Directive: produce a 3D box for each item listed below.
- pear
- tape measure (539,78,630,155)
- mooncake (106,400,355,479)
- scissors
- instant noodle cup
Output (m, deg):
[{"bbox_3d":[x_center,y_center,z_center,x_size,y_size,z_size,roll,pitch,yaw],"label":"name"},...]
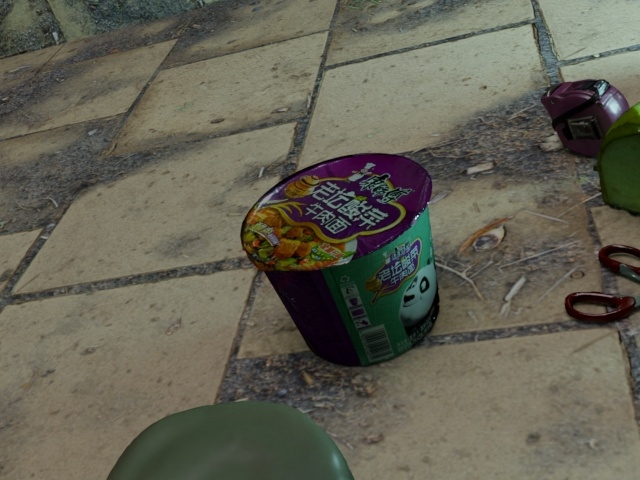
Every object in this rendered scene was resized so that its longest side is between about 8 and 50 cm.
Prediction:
[{"bbox_3d":[0.540,-0.127,1.071,0.292,0.159,0.292,-12,31,7],"label":"pear"},{"bbox_3d":[0.414,-0.191,1.268,0.074,0.118,0.125,-41,21,-28],"label":"tape measure"},{"bbox_3d":[-0.088,0.284,0.801,0.275,0.135,0.275,-11,34,7],"label":"mooncake"},{"bbox_3d":[0.429,0.070,0.962,0.248,0.017,0.144,14,46,39],"label":"scissors"},{"bbox_3d":[0.043,0.030,1.057,0.251,0.190,0.251,-14,33,9],"label":"instant noodle cup"}]
